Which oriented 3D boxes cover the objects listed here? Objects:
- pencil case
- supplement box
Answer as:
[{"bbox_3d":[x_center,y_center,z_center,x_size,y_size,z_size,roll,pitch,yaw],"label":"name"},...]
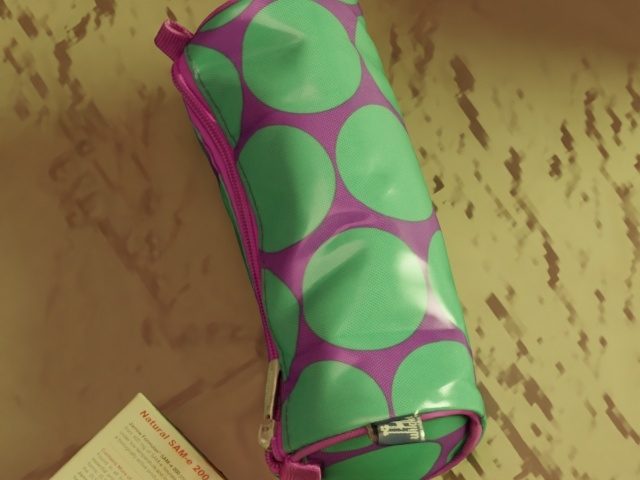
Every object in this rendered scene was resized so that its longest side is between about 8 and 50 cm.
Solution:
[{"bbox_3d":[0.000,0.000,0.597,0.070,0.064,0.152,-8,68,-22],"label":"pencil case"},{"bbox_3d":[-0.065,0.103,0.586,0.098,0.036,0.062,-43,72,-8],"label":"supplement box"}]
